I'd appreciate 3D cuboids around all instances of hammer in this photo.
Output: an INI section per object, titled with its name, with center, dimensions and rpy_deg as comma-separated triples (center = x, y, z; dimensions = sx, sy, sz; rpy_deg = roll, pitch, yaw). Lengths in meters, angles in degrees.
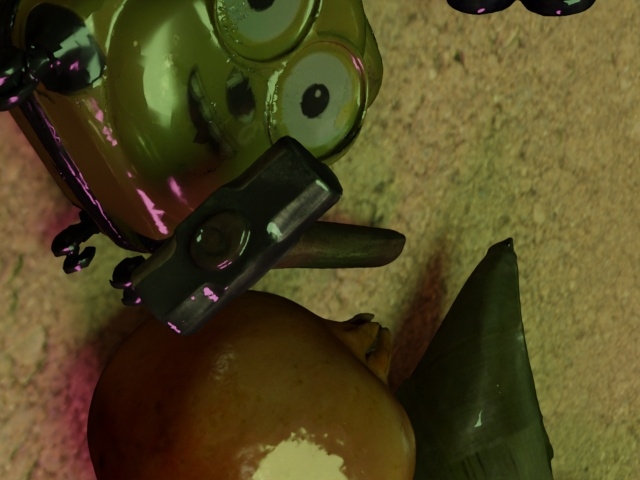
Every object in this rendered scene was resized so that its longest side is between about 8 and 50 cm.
[hammer]
center = 0.000, 0.000, 0.838
dimensions = 0.111, 0.043, 0.365
rpy_deg = -43, 169, 11

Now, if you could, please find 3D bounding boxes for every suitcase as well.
[suitcase]
center = -0.077, -0.103, 0.778
dimensions = 0.235, 0.143, 0.194
rpy_deg = -45, 130, -21

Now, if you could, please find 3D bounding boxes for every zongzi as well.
[zongzi]
center = 0.029, 0.227, 0.991
dimensions = 0.356, 0.174, 0.393
rpy_deg = -17, 107, -29

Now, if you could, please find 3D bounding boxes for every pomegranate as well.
[pomegranate]
center = -0.046, 0.128, 0.856
dimensions = 0.209, 0.209, 0.209
rpy_deg = -16, 116, -37

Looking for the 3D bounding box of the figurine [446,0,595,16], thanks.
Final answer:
[figurine]
center = 0.130, -0.308, 0.861
dimensions = 0.204, 0.185, 0.332
rpy_deg = -43, 135, -69
